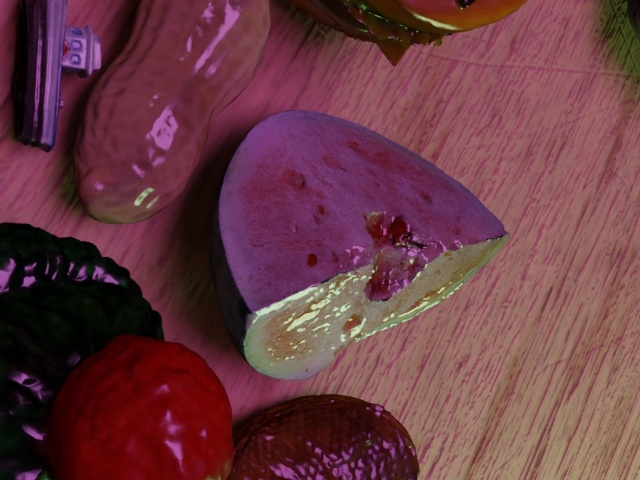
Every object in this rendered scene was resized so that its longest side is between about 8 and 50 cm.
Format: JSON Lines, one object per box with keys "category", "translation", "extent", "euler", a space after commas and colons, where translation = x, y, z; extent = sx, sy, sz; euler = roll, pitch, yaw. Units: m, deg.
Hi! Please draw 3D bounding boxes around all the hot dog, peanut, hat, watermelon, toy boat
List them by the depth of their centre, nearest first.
{"category": "hat", "translation": [-0.198, 0.106, 0.787], "extent": [0.274, 0.332, 0.242], "euler": [-53, 124, -29]}
{"category": "toy boat", "translation": [-0.210, -0.141, 0.946], "extent": [0.066, 0.059, 0.140], "euler": [2, 88, -28]}
{"category": "peanut", "translation": [-0.124, -0.127, 0.989], "extent": [0.123, 0.123, 0.257], "euler": [33, 77, -37]}
{"category": "watermelon", "translation": [-0.003, 0.005, 1.095], "extent": [0.321, 0.175, 0.188], "euler": [-1, 48, -47]}
{"category": "hot dog", "translation": [-0.014, 0.233, 1.101], "extent": [0.226, 0.099, 0.161], "euler": [-8, 96, -39]}

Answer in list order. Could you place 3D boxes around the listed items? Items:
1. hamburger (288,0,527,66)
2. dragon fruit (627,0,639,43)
{"category": "hamburger", "translation": [0.075, -0.314, 1.080], "extent": [0.291, 0.225, 0.291], "euler": [-3, 96, -34]}
{"category": "dragon fruit", "translation": [0.485, -0.325, 1.463], "extent": [0.221, 0.204, 0.283], "euler": [6, 105, -13]}
